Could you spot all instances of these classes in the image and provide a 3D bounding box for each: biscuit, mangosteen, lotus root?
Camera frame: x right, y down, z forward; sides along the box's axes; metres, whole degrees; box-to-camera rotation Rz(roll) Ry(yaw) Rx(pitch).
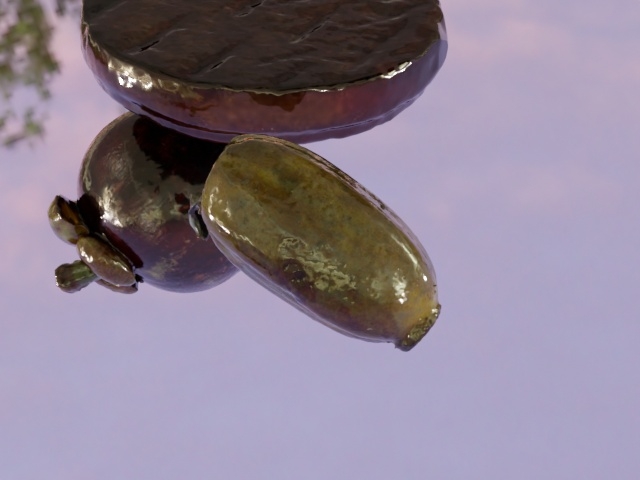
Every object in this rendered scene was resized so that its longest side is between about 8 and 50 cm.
[{"bbox_3d":[-0.064,-0.223,1.694,0.407,0.091,0.407,1,-147,-1],"label":"biscuit"},{"bbox_3d":[-0.189,-0.029,1.731,0.265,0.228,0.228,-40,-143,-10],"label":"mangosteen"},{"bbox_3d":[0.000,0.000,1.326,0.123,0.241,0.124,-57,177,-2],"label":"lotus root"}]
